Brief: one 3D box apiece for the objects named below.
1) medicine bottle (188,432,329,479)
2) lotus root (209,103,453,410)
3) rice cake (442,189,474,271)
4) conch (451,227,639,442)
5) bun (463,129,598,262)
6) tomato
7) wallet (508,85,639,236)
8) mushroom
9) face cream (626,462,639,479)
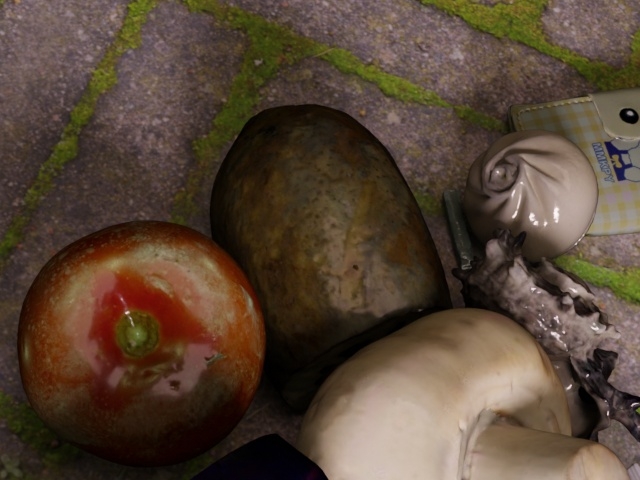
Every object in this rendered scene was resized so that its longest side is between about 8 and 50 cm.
[{"bbox_3d":[-0.016,0.399,1.561,0.242,0.242,0.395,-27,75,-28],"label":"medicine bottle"},{"bbox_3d":[0.000,0.000,1.968,0.250,0.250,0.346,-9,60,-20],"label":"lotus root"},{"bbox_3d":[0.176,-0.011,2.142,0.022,0.021,0.121,-7,62,-8],"label":"rice cake"},{"bbox_3d":[0.271,0.118,1.967,0.186,0.241,0.313,-18,78,-10],"label":"conch"},{"bbox_3d":[0.254,-0.060,2.099,0.120,0.172,0.173,31,39,-53],"label":"bun"},{"bbox_3d":[-0.193,0.116,1.843,0.270,0.222,0.270,0,81,-2],"label":"tomato"},{"bbox_3d":[0.413,-0.105,2.241,0.309,0.077,0.223,-5,65,-17],"label":"wallet"},{"bbox_3d":[0.139,0.227,1.782,0.353,0.353,0.325,-1,60,-16],"label":"mushroom"},{"bbox_3d":[0.375,0.469,1.777,0.137,0.235,0.420,-8,58,-38],"label":"face cream"}]
